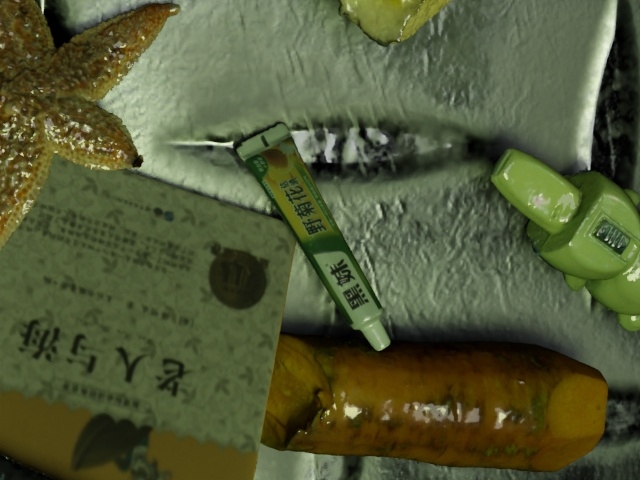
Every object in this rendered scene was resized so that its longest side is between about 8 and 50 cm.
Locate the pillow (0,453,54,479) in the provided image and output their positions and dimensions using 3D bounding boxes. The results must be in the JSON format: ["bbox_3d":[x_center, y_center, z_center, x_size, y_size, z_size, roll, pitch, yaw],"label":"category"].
[{"bbox_3d":[-0.232,0.204,0.962,0.208,0.055,0.141,29,54,-15],"label":"pillow"}]

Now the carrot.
[{"bbox_3d":[0.096,0.136,1.202,0.302,0.114,0.114,5,98,-19],"label":"carrot"}]

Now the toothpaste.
[{"bbox_3d":[0.000,0.000,1.157,0.049,0.031,0.204,-29,85,-18],"label":"toothpaste"}]

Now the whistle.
[{"bbox_3d":[0.235,-0.007,1.234,0.227,0.085,0.105,33,88,-22],"label":"whistle"}]

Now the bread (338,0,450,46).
[{"bbox_3d":[0.094,-0.289,1.106,0.174,0.133,0.251,44,115,7],"label":"bread"}]

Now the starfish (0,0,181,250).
[{"bbox_3d":[-0.241,-0.106,1.058,0.231,0.048,0.295,35,73,-10],"label":"starfish"}]

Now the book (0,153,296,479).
[{"bbox_3d":[-0.167,0.127,1.066,0.269,0.032,0.388,17,68,-21],"label":"book"}]
